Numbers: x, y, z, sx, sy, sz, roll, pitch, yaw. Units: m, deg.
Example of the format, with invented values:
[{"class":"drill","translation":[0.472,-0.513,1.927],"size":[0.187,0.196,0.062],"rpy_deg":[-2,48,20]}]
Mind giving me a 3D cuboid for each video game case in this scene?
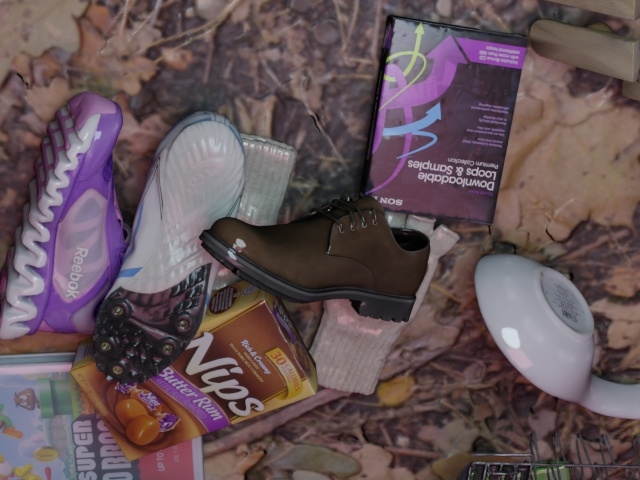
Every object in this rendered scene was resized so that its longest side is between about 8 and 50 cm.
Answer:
[{"class":"video game case","translation":[-0.253,0.197,1.209],"size":[0.285,0.025,0.204],"rpy_deg":[-2,116,-4]}]

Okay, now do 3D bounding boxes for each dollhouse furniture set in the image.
[{"class":"dollhouse furniture set","translation":[0.255,-0.195,1.064],"size":[0.151,0.123,0.144],"rpy_deg":[-23,122,-33]}]

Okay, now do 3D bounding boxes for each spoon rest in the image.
[{"class":"spoon rest","translation":[0.233,0.100,1.160],"size":[0.276,0.137,0.084],"rpy_deg":[27,128,-30]}]

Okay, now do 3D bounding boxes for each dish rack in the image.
[{"class":"dish rack","translation":[0.244,0.259,1.221],"size":[0.271,0.074,0.208],"rpy_deg":[1,125,-2]}]

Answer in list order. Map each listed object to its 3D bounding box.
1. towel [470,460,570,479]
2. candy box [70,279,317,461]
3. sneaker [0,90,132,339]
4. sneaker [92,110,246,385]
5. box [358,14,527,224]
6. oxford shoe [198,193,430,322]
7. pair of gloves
[{"class":"towel","translation":[0.197,0.290,1.298],"size":[0.113,0.023,0.152],"rpy_deg":[-7,114,-4]},{"class":"candy box","translation":[-0.108,0.111,1.127],"size":[0.186,0.053,0.109],"rpy_deg":[-22,117,11]},{"class":"sneaker","translation":[-0.196,-0.013,1.082],"size":[0.104,0.095,0.236],"rpy_deg":[14,119,-19]},{"class":"sneaker","translation":[-0.120,0.008,1.061],"size":[0.085,0.086,0.237],"rpy_deg":[22,100,-6]},{"class":"box","translation":[0.101,-0.098,1.078],"size":[0.116,0.029,0.162],"rpy_deg":[6,104,-9]},{"class":"oxford shoe","translation":[0.000,0.000,1.036],"size":[0.227,0.083,0.096],"rpy_deg":[10,110,-45]},{"class":"pair of gloves","translation":[-0.020,0.029,1.139],"size":[0.240,0.042,0.204],"rpy_deg":[22,112,-14]}]
